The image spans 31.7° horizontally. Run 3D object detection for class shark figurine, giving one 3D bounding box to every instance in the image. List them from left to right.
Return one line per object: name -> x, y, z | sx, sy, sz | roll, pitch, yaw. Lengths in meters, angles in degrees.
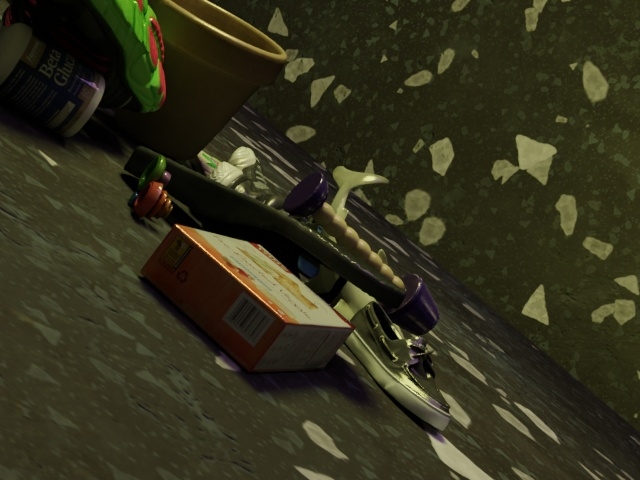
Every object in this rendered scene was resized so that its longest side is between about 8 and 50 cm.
shark figurine -> 0.020, 0.029, 1.616 | 0.166, 0.278, 0.116 | -8, -3, -40

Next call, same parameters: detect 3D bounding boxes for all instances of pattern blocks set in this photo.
pattern blocks set -> -0.162, -0.103, 1.978 | 0.285, 0.026, 0.325 | 32, 9, -36

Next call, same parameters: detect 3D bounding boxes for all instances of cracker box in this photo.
cracker box -> -0.069, 0.064, 1.186 | 0.155, 0.067, 0.232 | 40, 7, 17

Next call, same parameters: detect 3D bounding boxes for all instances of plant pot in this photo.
plant pot -> -0.221, -0.264, 1.818 | 0.263, 0.229, 0.263 | 29, 15, -8

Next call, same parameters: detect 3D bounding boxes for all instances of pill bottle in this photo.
pill bottle -> -0.360, -0.209, 1.394 | 0.169, 0.094, 0.094 | 33, 8, -29

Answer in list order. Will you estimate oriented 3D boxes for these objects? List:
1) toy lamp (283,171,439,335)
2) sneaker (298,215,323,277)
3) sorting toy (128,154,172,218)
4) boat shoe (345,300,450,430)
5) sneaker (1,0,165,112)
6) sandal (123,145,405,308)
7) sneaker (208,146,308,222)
toy lamp -> 0.062, 0.026, 1.533 | 0.275, 0.080, 0.080 | 46, 3, -21
sneaker -> 0.000, 0.000, 1.847 | 0.081, 0.090, 0.232 | 37, 7, -3
sorting toy -> -0.196, -0.054, 1.352 | 0.042, 0.061, 0.102 | 35, 30, -22
boat shoe -> 0.107, 0.152, 1.449 | 0.080, 0.076, 0.228 | 32, 8, -36
sneaker -> -0.324, -0.293, 1.461 | 0.483, 0.202, 0.185 | 86, -4, -66
sandal -> -0.081, 0.010, 1.420 | 0.445, 0.107, 0.167 | 26, -2, 34
sneaker -> -0.098, -0.052, 1.690 | 0.153, 0.101, 0.268 | 38, 13, -2
